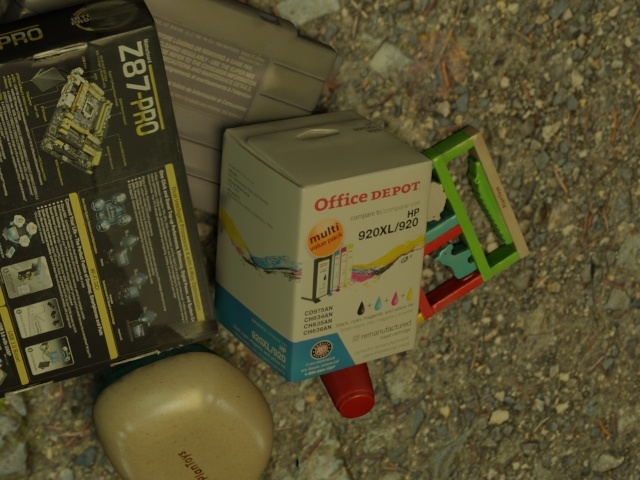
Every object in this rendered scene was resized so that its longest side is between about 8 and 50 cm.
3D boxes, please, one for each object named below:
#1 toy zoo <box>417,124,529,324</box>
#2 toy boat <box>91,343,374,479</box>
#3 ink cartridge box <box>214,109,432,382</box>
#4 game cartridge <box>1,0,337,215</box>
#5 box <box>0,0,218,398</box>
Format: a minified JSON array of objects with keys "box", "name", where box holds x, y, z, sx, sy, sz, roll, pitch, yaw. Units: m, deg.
[{"box":[0.096,0.014,1.958,0.293,0.030,0.192,-32,121,-9],"name":"toy zoo"},{"box":[-0.096,0.182,1.871,0.318,0.148,0.267,-21,139,-1],"name":"toy boat"},{"box":[0.000,0.000,1.767,0.171,0.168,0.232,-13,121,-31],"name":"ink cartridge box"},{"box":[-0.175,-0.167,1.743,0.355,0.068,0.230,18,99,-29],"name":"game cartridge"},{"box":[-0.292,-0.031,1.670,0.318,0.097,0.395,-15,126,-8],"name":"box"}]
